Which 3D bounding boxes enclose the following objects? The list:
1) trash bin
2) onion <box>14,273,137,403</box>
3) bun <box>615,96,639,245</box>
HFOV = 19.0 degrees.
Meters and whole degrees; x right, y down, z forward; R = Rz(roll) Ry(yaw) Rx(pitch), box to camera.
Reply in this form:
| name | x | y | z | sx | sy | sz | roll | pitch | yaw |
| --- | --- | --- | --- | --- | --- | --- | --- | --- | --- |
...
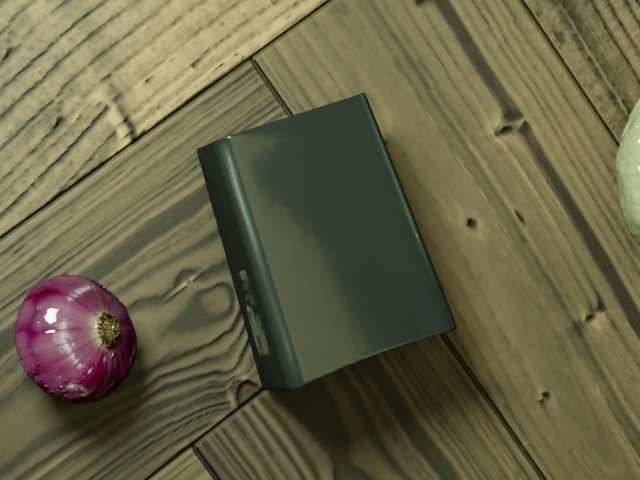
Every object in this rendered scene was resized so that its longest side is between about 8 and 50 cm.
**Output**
| name | x | y | z | sx | sy | sz | roll | pitch | yaw |
| --- | --- | --- | --- | --- | --- | --- | --- | --- | --- |
| trash bin | 0.000 | 0.000 | 1.699 | 0.165 | 0.115 | 0.225 | -19 | 93 | -17 |
| onion | -0.214 | 0.087 | 1.649 | 0.104 | 0.115 | 0.115 | -24 | 98 | 29 |
| bun | 0.383 | -0.065 | 1.799 | 0.220 | 0.134 | 0.220 | 0 | 91 | 15 |
